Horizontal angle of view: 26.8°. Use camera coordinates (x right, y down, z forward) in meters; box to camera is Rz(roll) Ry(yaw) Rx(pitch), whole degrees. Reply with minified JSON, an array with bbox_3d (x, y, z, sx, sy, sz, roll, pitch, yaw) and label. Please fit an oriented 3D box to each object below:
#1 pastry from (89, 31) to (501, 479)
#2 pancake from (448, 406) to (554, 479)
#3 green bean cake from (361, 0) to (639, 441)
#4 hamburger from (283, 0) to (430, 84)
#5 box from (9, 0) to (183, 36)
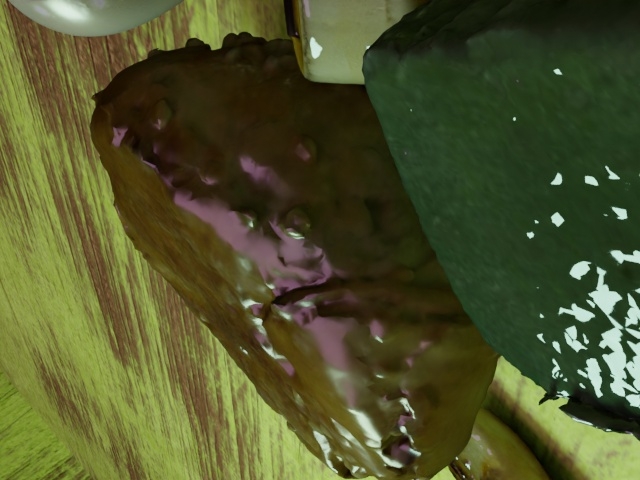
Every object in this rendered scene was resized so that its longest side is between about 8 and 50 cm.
[{"bbox_3d":[0.000,0.000,0.824,0.311,0.162,0.255,52,160,0],"label":"pastry"},{"bbox_3d":[0.170,0.244,1.018,0.266,0.057,0.244,53,167,12],"label":"pancake"},{"bbox_3d":[0.147,-0.018,0.556,0.227,0.125,0.222,14,133,55],"label":"green bean cake"},{"bbox_3d":[0.022,-0.137,0.656,0.141,0.081,0.126,123,141,-83],"label":"hamburger"},{"bbox_3d":[-0.089,-0.194,0.664,0.088,0.200,0.146,20,148,45],"label":"box"}]
